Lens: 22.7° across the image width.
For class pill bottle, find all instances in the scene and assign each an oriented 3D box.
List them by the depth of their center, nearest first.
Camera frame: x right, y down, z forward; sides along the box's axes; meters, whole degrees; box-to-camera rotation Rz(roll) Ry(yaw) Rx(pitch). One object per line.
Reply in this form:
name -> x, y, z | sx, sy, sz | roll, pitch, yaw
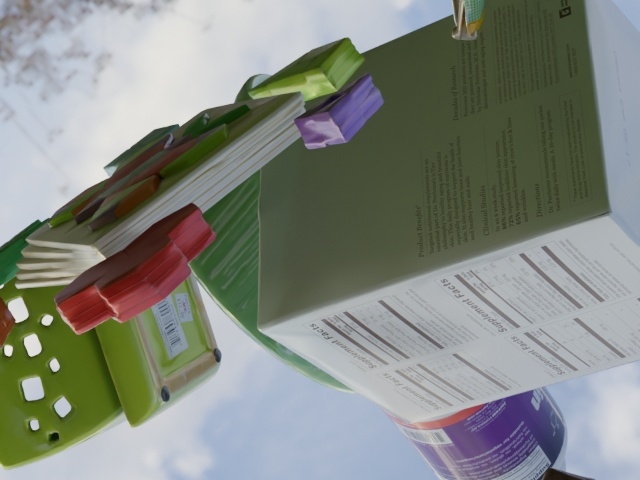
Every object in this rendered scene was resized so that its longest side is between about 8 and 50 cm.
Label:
pill bottle -> 0.195, 0.214, 1.987 | 0.181, 0.323, 0.181 | -18, -133, 20

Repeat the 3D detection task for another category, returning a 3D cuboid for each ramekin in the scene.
ramekin -> 0.000, 0.000, 1.497 | 0.148, 0.303, 0.303 | -46, -149, 16

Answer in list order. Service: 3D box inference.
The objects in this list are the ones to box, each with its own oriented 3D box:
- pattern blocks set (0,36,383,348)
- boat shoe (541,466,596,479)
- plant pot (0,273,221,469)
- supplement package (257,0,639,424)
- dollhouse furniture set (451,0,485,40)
pattern blocks set -> -0.090, -0.027, 0.854 | 0.285, 0.026, 0.325 | -42, -165, -32
boat shoe -> 0.356, 0.266, 1.532 | 0.123, 0.342, 0.123 | -176, -89, -71
plant pot -> -0.251, 0.105, 1.782 | 0.207, 0.228, 0.227 | -14, -174, 24
supplement package -> 0.118, -0.021, 1.118 | 0.263, 0.198, 0.199 | -20, -126, 29
dollhouse furniture set -> 0.107, -0.198, 1.001 | 0.058, 0.076, 0.151 | -2, -130, -2
